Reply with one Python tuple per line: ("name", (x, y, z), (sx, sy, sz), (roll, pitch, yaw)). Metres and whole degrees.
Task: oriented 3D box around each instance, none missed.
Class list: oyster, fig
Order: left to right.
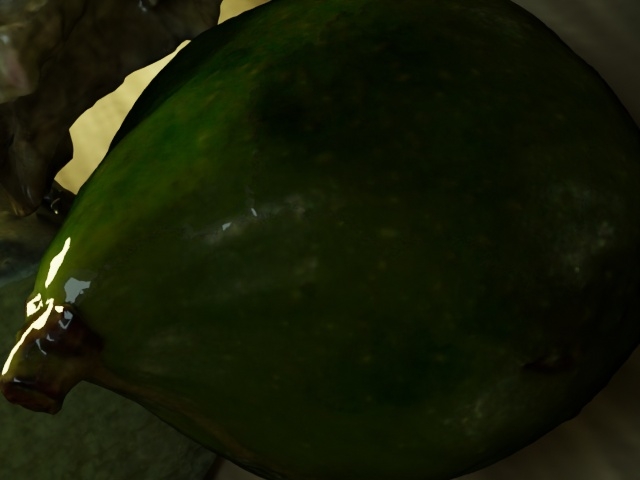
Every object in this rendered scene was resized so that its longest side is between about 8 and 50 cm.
("oyster", (-0.089, -0.119, 0.625), (0.221, 0.096, 0.361), (-33, 21, 25))
("fig", (0.000, 0.000, 0.517), (0.195, 0.245, 0.195), (4, 97, 42))

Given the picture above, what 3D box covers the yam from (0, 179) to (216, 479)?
("yam", (-0.224, 0.037, 0.702), (0.348, 0.241, 0.241), (23, 92, 39))
